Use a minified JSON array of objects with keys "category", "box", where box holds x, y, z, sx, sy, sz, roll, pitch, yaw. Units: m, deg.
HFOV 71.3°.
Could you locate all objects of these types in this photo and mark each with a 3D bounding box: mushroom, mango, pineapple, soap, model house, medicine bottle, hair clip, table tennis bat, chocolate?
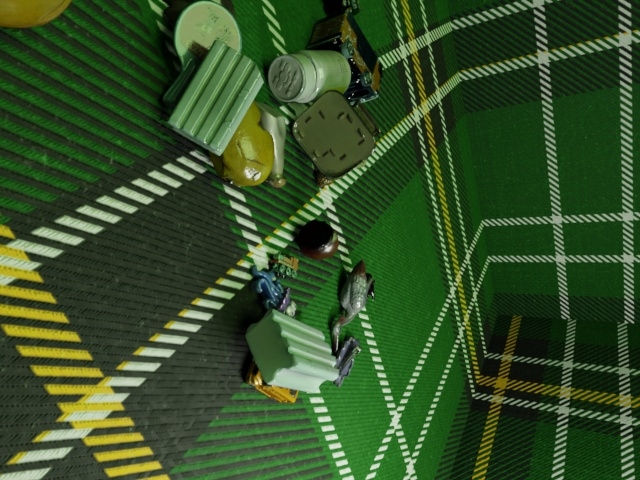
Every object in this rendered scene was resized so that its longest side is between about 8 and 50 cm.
[{"category":"mushroom","box":[-0.135,-0.251,1.171,0.116,0.093,0.225,-101,-170,-61]},{"category":"mango","box":[-0.195,-0.253,1.036,0.167,0.130,0.262,-30,104,-44]},{"category":"pineapple","box":[0.000,-0.234,1.413,0.058,0.058,0.124,-18,90,-55]},{"category":"soap","box":[-0.212,-0.292,0.924,0.198,0.119,0.066,-60,-174,-2]},{"category":"soap","box":[-0.063,0.294,1.158,0.289,0.095,0.173,40,16,-55]},{"category":"model house","box":[0.085,-0.345,1.377,0.218,0.205,0.279,53,34,-6]},{"category":"mushroom","box":[-0.255,-0.511,0.986,0.188,0.117,0.141,52,36,-36]},{"category":"medicine bottle","box":[-0.028,-0.473,1.287,0.258,0.143,0.143,-31,114,-53]},{"category":"hair clip","box":[0.090,0.410,1.507,0.195,0.052,0.124,-47,127,-46]},{"category":"table tennis bat","box":[-0.260,-0.386,0.946,0.153,0.040,0.244,34,85,-44]},{"category":"chocolate","box":[0.000,0.000,1.328,0.133,0.127,0.124,54,34,-62]}]

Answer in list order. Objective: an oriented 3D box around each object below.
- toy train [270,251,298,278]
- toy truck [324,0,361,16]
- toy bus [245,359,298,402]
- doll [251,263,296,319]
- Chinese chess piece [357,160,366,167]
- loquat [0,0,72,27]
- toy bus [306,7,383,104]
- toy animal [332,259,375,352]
[{"category":"toy train","box":[-0.101,0.069,1.243,0.103,0.044,0.064,31,60,-54]},{"category":"toy truck","box":[0.046,-0.862,1.467,0.121,0.088,0.259,-52,131,-43]},{"category":"toy bus","box":[-0.123,0.368,1.167,0.162,0.074,0.070,52,47,-42]},{"category":"doll","box":[-0.123,0.147,1.189,0.206,0.067,0.110,55,36,-25]},{"category":"Chinese chess piece","box":[0.139,-0.306,1.629,0.084,0.034,0.084,1,89,-57]},{"category":"loquat","box":[-0.447,-0.409,0.590,0.244,0.244,0.244,4,86,-56]},{"category":"toy bus","box":[0.092,-0.600,1.481,0.275,0.138,0.167,41,54,-46]},{"category":"toy animal","box":[0.114,0.203,1.519,0.324,0.090,0.195,-51,139,-42]}]
